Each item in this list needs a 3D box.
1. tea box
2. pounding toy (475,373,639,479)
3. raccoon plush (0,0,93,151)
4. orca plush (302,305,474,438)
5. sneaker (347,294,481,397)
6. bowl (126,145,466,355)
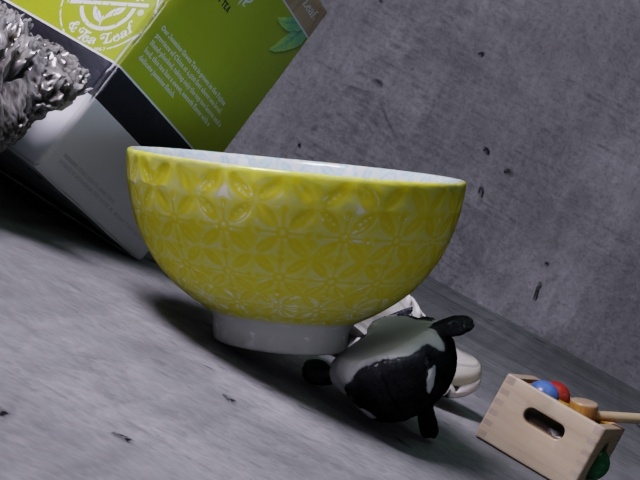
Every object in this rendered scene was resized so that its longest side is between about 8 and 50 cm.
[{"bbox_3d":[-0.235,-0.217,1.590,0.329,0.323,0.220,30,-11,30],"label":"tea box"},{"bbox_3d":[0.253,0.186,1.623,0.141,0.100,0.130,30,5,21],"label":"pounding toy"},{"bbox_3d":[-0.366,-0.254,1.305,0.299,0.216,0.446,18,-43,33],"label":"raccoon plush"},{"bbox_3d":[0.063,0.131,1.431,0.151,0.102,0.287,-18,3,-11],"label":"orca plush"},{"bbox_3d":[0.055,0.071,1.660,0.292,0.118,0.110,28,2,-22],"label":"sneaker"},{"bbox_3d":[-0.026,0.011,1.369,0.289,0.156,0.289,5,5,0],"label":"bowl"}]
